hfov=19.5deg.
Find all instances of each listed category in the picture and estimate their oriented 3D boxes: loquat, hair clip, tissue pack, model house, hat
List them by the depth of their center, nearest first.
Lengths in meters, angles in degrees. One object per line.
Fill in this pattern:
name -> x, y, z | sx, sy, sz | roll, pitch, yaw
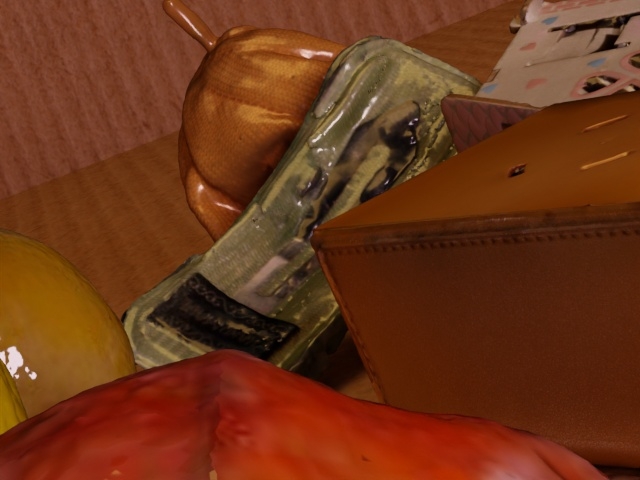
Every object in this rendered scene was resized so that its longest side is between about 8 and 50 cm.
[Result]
tissue pack -> 0.159, 0.016, 0.909 | 0.194, 0.145, 0.274 | -25, 10, -31
loquat -> -0.214, 0.094, 1.113 | 0.213, 0.213, 0.213 | -20, 10, 4
model house -> 0.240, -0.063, 1.155 | 0.326, 0.169, 0.244 | -7, 23, 30
hair clip -> 0.000, 0.002, 1.257 | 0.138, 0.091, 0.321 | 29, 61, 21
hat -> -0.039, -0.106, 1.439 | 0.233, 0.233, 0.244 | -42, 0, -34

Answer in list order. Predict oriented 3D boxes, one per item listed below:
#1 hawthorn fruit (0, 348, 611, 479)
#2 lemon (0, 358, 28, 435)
hawthorn fruit -> -0.008, 0.163, 0.364 | 0.242, 0.242, 0.272 | -20, 40, 5
lemon -> -0.253, 0.124, 0.655 | 0.348, 0.348, 0.348 | -20, 10, 4
